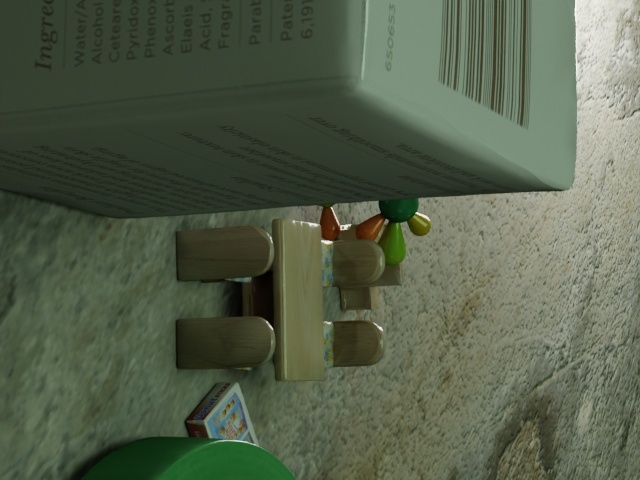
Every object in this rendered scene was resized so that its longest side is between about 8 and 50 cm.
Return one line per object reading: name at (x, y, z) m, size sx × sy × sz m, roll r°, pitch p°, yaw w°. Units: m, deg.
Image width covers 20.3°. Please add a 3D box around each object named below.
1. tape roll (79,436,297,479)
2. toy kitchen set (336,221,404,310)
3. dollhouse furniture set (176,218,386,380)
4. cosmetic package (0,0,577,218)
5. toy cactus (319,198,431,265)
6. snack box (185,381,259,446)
tape roll at (-0.104, 0.313, 1.382) m, size 0.321 × 0.077 × 0.321 m, roll 6°, pitch 83°, yaw -58°
toy kitchen set at (0.063, 0.023, 1.757) m, size 0.075 × 0.068 × 0.083 m, roll -7°, pitch 94°, yaw -62°
dollhouse furniture set at (0.000, 0.000, 1.544) m, size 0.212 × 0.161 × 0.242 m, roll 8°, pitch 80°, yaw -62°
cosmetic package at (-0.067, -0.203, 1.196) m, size 0.329 × 0.394 × 0.327 m, roll 16°, pitch 73°, yaw -61°
toy cactus at (0.065, -0.082, 1.653) m, size 0.112 × 0.180 × 0.219 m, roll -8°, pitch 90°, yaw -40°
snack box at (-0.068, 0.213, 1.539) m, size 0.064 × 0.022 × 0.178 m, roll -48°, pitch 128°, yaw -51°
